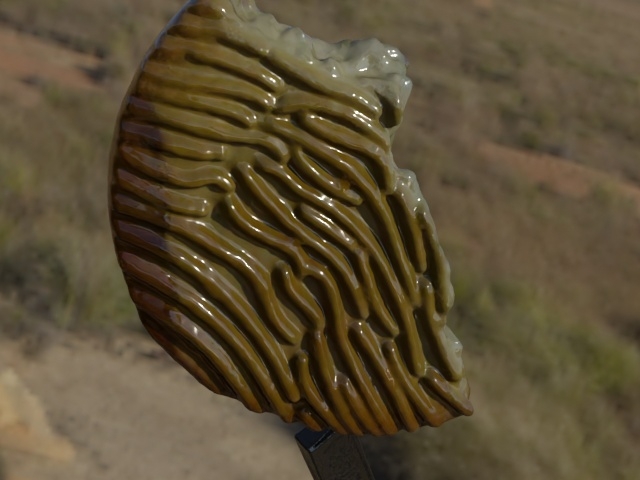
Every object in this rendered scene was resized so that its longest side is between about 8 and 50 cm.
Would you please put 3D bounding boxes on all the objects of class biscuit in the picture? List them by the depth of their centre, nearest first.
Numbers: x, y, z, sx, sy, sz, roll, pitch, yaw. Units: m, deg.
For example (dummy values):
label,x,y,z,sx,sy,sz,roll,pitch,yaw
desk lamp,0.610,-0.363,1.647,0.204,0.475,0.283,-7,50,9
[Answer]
label,x,y,z,sx,sy,sz,roll,pitch,yaw
biscuit,0.000,0.000,0.764,0.229,0.176,0.031,35,19,-19

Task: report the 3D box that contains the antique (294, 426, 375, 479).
label,x,y,z,sx,sy,sz,roll,pitch,yaw
antique,0.017,0.143,0.971,0.015,0.031,0.192,45,-13,28
